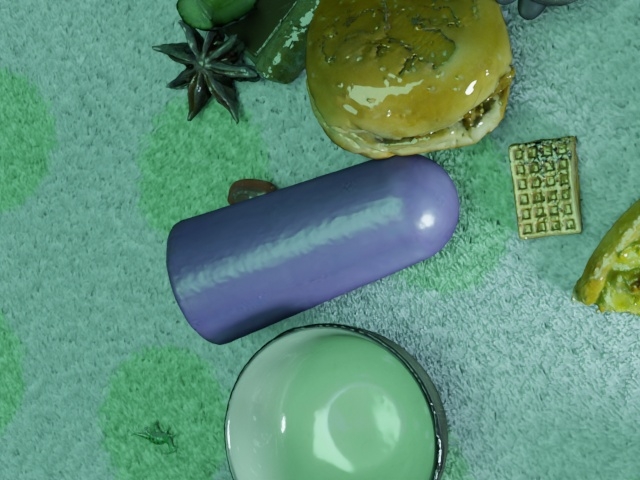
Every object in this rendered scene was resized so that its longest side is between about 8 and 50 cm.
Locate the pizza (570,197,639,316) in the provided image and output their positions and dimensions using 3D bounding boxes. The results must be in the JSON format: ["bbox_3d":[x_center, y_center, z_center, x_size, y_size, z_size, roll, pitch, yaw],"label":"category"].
[{"bbox_3d":[0.533,0.051,1.608,0.287,0.075,0.280,38,107,20],"label":"pizza"}]

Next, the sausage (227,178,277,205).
[{"bbox_3d":[-0.112,-0.073,1.916,0.094,0.054,0.059,5,94,24],"label":"sausage"}]

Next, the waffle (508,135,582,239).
[{"bbox_3d":[0.335,-0.078,1.714,0.102,0.042,0.148,-6,88,25],"label":"waffle"}]

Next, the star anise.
[{"bbox_3d":[-0.187,-0.284,1.942,0.204,0.061,0.181,-2,99,29],"label":"star anise"}]

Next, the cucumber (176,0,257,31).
[{"bbox_3d":[-0.170,-0.405,1.877,0.085,0.193,0.115,-16,113,28],"label":"cucumber"}]

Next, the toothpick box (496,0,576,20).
[{"bbox_3d":[0.341,-0.466,1.612,0.229,0.229,0.316,35,102,20],"label":"toothpick box"}]

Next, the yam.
[{"bbox_3d":[-0.029,-0.333,1.859,0.078,0.078,0.179,43,109,18],"label":"yam"}]

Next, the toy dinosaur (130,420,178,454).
[{"bbox_3d":[-0.289,0.353,2.031,0.083,0.021,0.062,-25,94,22],"label":"toy dinosaur"}]

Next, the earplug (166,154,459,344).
[{"bbox_3d":[0.000,0.000,1.791,0.455,0.215,0.215,-20,83,21],"label":"earplug"}]

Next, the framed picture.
[{"bbox_3d":[-0.085,-0.452,1.914,0.192,0.018,0.265,47,110,17],"label":"framed picture"}]

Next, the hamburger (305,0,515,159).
[{"bbox_3d":[0.124,-0.273,1.702,0.304,0.174,0.284,-10,59,5],"label":"hamburger"}]

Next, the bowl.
[{"bbox_3d":[0.047,0.294,1.780,0.353,0.185,0.354,1,92,25],"label":"bowl"}]
